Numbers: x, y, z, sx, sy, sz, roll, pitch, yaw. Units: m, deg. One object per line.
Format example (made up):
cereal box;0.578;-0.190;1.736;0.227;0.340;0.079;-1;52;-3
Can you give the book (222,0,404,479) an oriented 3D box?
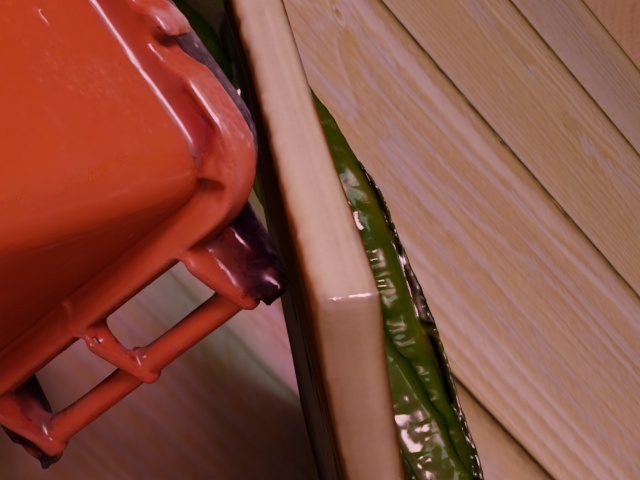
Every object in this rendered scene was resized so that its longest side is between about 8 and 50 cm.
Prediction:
book;0.002;0.046;0.597;0.295;0.020;0.208;81;-6;-46

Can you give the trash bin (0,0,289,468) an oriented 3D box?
trash bin;-0.136;-0.010;0.412;0.184;0.161;0.238;54;27;2

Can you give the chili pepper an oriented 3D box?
chili pepper;0.000;0.000;0.818;0.359;0.076;0.085;64;14;24
